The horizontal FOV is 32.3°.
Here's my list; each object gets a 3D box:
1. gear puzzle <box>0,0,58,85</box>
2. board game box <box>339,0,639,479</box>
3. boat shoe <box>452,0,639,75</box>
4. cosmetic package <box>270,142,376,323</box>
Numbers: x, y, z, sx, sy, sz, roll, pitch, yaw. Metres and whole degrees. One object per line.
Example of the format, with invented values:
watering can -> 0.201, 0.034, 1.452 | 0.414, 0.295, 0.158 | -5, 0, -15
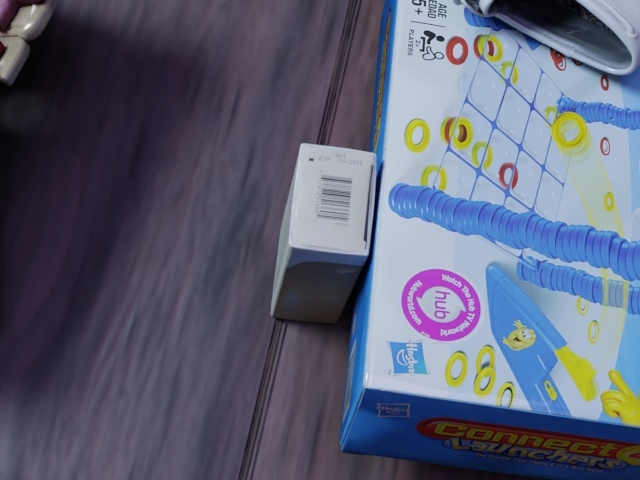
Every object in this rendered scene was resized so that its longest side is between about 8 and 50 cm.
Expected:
gear puzzle -> -0.256, -0.045, 0.574 | 0.175, 0.044, 0.339 | 5, 62, 34
board game box -> 0.177, -0.019, 0.618 | 0.302, 0.086, 0.308 | 8, 59, -3
boat shoe -> 0.100, -0.148, 0.600 | 0.184, 0.066, 0.063 | 32, 60, 0
cosmetic package -> 0.000, 0.000, 0.597 | 0.041, 0.115, 0.060 | 8, 69, -4
